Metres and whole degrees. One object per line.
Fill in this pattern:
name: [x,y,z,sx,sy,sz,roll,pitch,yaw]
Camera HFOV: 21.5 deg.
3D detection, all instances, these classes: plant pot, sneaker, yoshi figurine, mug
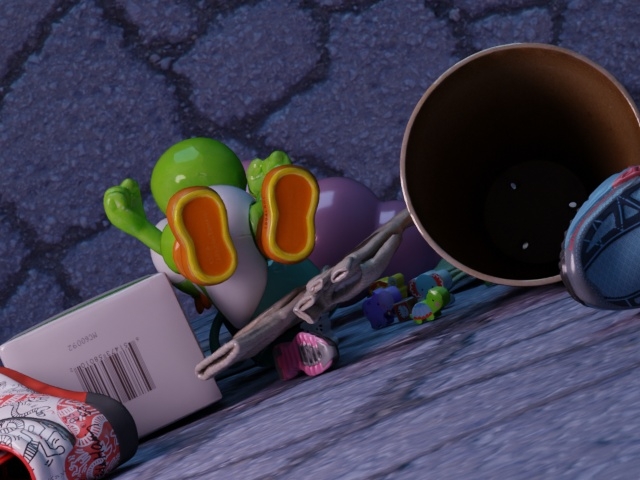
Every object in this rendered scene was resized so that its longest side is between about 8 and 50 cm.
plant pot: [0.215,-0.054,1.719,0.237,0.237,0.254,-21,-13,7]
sneaker: [0.299,-0.023,1.222,0.262,0.104,0.125,-22,4,-5]
sneaker: [-0.004,0.115,1.741,0.057,0.047,0.119,-9,-3,-27]
yoshi figurine: [-0.122,-0.041,1.863,0.203,0.203,0.362,-56,11,-11]
sneaker: [-0.314,0.186,1.570,0.270,0.090,0.145,4,19,35]
mug: [-0.061,0.074,1.983,0.129,0.097,0.158,-48,-16,26]

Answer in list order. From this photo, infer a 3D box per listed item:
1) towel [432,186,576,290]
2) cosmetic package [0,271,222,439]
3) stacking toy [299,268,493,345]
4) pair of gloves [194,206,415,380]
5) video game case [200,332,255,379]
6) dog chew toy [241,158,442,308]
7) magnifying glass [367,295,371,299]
towel: [0.301,-0.040,2.021,0.325,0.038,0.248,-22,16,40]
cosmetic package: [-0.236,0.141,1.883,0.197,0.155,0.365,-25,3,-9]
stacking toy: [0.100,0.063,1.909,0.221,0.052,0.167,-19,3,41]
pair of gloves: [0.000,0.056,1.707,0.240,0.042,0.204,-37,0,31]
video game case: [-0.163,0.164,2.254,0.300,0.036,0.329,-21,2,7]
dog chew toy: [0.000,0.000,2.261,0.332,0.206,0.206,5,5,6]
magnifying glass: [0.173,0.037,2.385,0.231,0.026,0.092,-23,1,2]
